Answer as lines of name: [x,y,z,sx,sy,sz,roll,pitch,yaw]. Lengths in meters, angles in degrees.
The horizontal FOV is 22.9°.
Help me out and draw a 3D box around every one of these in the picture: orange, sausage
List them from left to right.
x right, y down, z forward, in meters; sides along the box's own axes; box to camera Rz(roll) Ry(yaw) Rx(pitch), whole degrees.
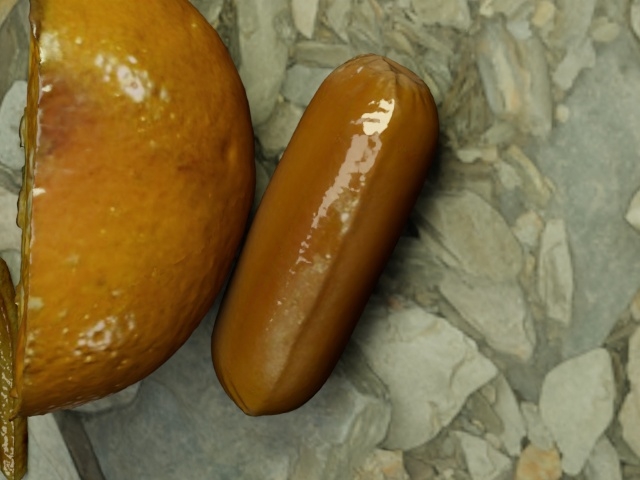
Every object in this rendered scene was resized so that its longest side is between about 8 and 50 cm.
orange: [-0.168,-0.056,1.098,0.274,0.274,0.310,-26,95,30]
sausage: [0.000,0.000,1.101,0.105,0.105,0.274,33,113,20]

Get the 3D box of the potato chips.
potato chips: [-0.263,0.101,1.307,0.026,0.037,0.204,7,108,38]
